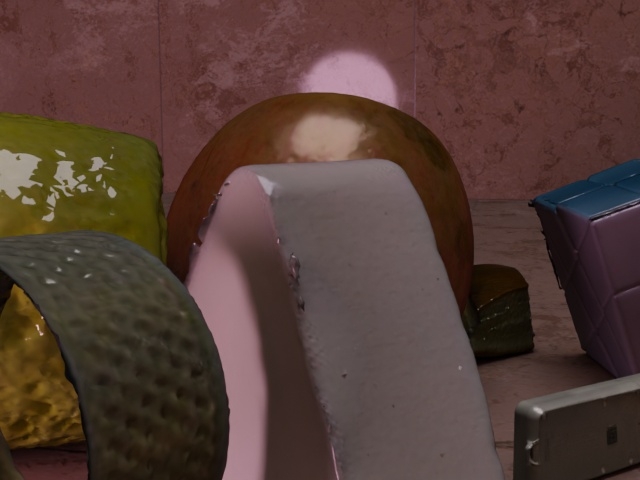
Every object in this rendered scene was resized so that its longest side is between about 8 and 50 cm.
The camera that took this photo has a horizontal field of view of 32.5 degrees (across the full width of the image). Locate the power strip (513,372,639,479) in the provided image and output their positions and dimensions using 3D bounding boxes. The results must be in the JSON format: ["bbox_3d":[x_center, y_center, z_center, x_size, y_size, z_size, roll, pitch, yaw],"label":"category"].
[{"bbox_3d":[0.247,0.173,0.993,0.192,0.082,0.035,-7,10,-34],"label":"power strip"}]

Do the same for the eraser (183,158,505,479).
[{"bbox_3d":[-0.017,0.131,0.862,0.149,0.332,0.331,-5,10,-33],"label":"eraser"}]

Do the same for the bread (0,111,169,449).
[{"bbox_3d":[-0.296,0.047,1.051,0.307,0.348,0.348,6,8,-11],"label":"bread"}]

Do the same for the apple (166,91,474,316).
[{"bbox_3d":[0.000,0.000,1.260,0.363,0.364,0.364,0,9,0],"label":"apple"}]

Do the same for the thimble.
[{"bbox_3d":[-0.205,0.122,0.766,0.270,0.271,0.150,6,8,33],"label":"thimble"}]

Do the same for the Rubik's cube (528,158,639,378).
[{"bbox_3d":[0.410,0.025,1.289,0.224,0.221,0.231,-21,11,-2],"label":"Rubik's cube"}]

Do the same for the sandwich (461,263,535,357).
[{"bbox_3d":[0.230,0.092,1.457,0.096,0.094,0.258,-4,10,4],"label":"sandwich"}]
